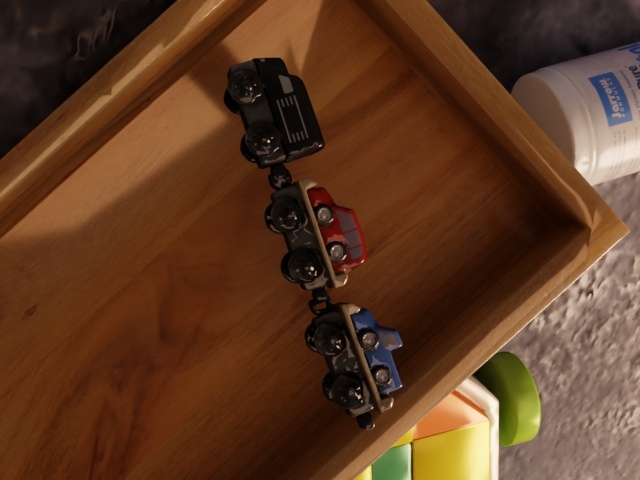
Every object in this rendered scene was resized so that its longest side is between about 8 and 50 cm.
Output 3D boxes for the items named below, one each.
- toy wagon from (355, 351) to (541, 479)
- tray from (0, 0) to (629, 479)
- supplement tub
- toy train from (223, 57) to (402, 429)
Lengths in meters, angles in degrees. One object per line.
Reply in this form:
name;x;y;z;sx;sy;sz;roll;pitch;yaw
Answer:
toy wagon;0.004;0.210;0.595;0.267;0.068;0.344;-11;114;-17
tray;-0.088;0.057;0.450;0.411;0.076;0.203;-42;91;0
supplement tub;0.167;-0.071;0.542;0.107;0.071;0.071;-17;116;-15
toy train;0.000;0.000;0.403;0.036;0.027;0.158;-19;90;-12
